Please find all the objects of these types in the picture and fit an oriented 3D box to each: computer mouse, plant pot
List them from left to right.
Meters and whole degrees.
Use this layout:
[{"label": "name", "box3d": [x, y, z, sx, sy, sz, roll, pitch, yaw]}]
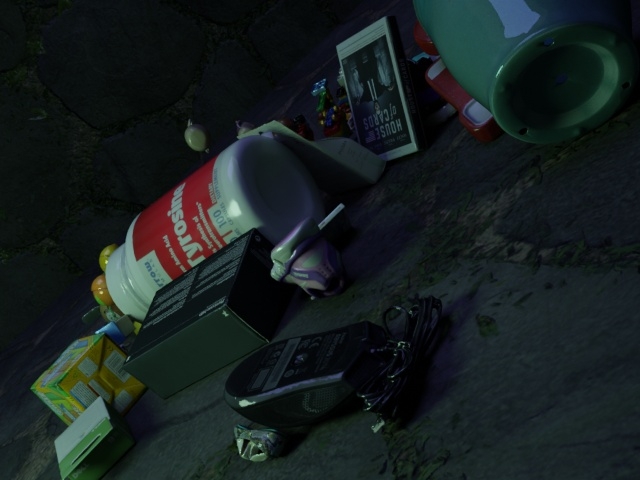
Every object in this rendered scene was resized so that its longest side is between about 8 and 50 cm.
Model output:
[{"label": "computer mouse", "box3d": [0.011, 0.161, 1.035, 0.272, 0.072, 0.188, -15, 26, 34]}, {"label": "plant pot", "box3d": [0.274, -0.269, 1.173, 0.271, 0.271, 0.255, -35, 43, 25]}]

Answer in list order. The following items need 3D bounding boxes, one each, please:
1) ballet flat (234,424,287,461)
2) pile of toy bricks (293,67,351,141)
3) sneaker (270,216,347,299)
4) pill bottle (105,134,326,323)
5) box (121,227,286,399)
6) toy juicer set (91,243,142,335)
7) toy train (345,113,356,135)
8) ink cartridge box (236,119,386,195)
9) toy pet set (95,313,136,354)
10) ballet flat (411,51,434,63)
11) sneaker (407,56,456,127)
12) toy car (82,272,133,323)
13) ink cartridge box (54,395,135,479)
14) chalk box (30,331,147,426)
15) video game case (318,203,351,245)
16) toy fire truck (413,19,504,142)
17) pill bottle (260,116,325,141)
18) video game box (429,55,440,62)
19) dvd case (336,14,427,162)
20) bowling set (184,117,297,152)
[{"label": "ballet flat", "box3d": [-0.078, 0.239, 1.079, 0.041, 0.041, 0.114, -49, 16, -24]}, {"label": "pile of toy bricks", "box3d": [0.030, -0.233, 1.786, 0.118, 0.105, 0.212, -23, 32, 26]}, {"label": "sneaker", "box3d": [-0.010, 0.044, 1.353, 0.095, 0.104, 0.236, -47, -6, -6]}, {"label": "pill bottle", "box3d": [-0.205, 0.000, 1.674, 0.407, 0.229, 0.229, -32, 18, 34]}, {"label": "box", "box3d": [-0.183, 0.122, 1.493, 0.261, 0.103, 0.184, -31, 25, 34]}, {"label": "toy juicer set", "box3d": [-0.356, 0.065, 1.941, 0.329, 0.209, 0.089, -58, -10, -49]}, {"label": "toy train", "box3d": [0.075, -0.266, 1.961, 0.248, 0.105, 0.143, -51, 7, -36]}, {"label": "ink cartridge box", "box3d": [-0.018, -0.165, 1.676, 0.181, 0.224, 0.056, -9, 52, 62]}, {"label": "toy pet set", "box3d": [-0.358, 0.198, 1.706, 0.065, 0.114, 0.122, -39, 9, -39]}, {"label": "ballet flat", "box3d": [0.276, -0.380, 1.850, 0.247, 0.083, 0.087, -38, 40, 15]}, {"label": "sneaker", "box3d": [0.145, -0.279, 1.730, 0.102, 0.146, 0.293, -49, 17, -23]}, {"label": "toy car", "box3d": [-0.442, 0.151, 2.009, 0.188, 0.155, 0.149, -44, 12, 30]}, {"label": "ink cartridge box", "box3d": [-0.360, 0.330, 1.468, 0.109, 0.062, 0.209, -45, 16, -11]}, {"label": "chalk box", "box3d": [-0.429, 0.266, 1.680, 0.132, 0.132, 0.213, -51, 17, -30]}, {"label": "video game case", "box3d": [0.000, 0.000, 1.491, 0.122, 0.011, 0.087, -45, -22, -9]}, {"label": "toy fire truck", "box3d": [0.311, -0.307, 1.443, 0.302, 0.169, 0.254, -40, 40, 6]}, {"label": "pill bottle", "box3d": [-0.113, -0.143, 1.981, 0.272, 0.152, 0.152, -36, 16, 20]}, {"label": "video game box", "box3d": [0.304, -0.384, 1.663, 0.205, 0.048, 0.187, -36, -12, 22]}, {"label": "dvd case", "box3d": [0.107, -0.261, 1.648, 0.029, 0.239, 0.179, -13, 0, -29]}, {"label": "bowling set", "box3d": [-0.121, -0.161, 1.839, 0.200, 0.287, 0.154, -33, 11, 0]}]
